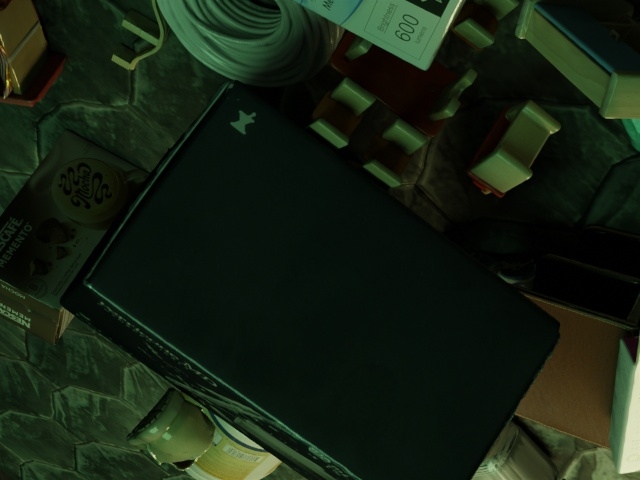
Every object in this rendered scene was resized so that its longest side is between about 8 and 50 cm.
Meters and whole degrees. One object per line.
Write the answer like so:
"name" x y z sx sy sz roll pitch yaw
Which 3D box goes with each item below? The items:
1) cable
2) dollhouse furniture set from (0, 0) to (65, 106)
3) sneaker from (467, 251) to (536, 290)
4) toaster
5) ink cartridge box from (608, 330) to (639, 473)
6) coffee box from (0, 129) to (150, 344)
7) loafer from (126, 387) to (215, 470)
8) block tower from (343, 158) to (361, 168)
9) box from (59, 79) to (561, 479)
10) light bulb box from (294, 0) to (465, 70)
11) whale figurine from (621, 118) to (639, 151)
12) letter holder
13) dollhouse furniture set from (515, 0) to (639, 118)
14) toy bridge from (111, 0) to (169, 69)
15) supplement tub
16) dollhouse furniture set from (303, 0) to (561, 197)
"cable" -0.090 -0.308 1.607 0.257 0.089 0.257 -11 129 45
"dollhouse furniture set" -0.520 -0.220 1.786 0.152 0.374 0.201 13 141 17
"sneaker" 0.250 0.055 1.858 0.135 0.052 0.058 4 143 33
"toaster" 0.294 0.390 2.188 0.227 0.129 0.146 -14 125 47
"ink cartridge box" 0.540 0.164 1.640 0.324 0.071 0.330 -8 138 -1
"coffee box" -0.412 -0.007 2.042 0.168 0.297 0.119 29 146 2
"loafer" -0.197 0.261 1.741 0.092 0.102 0.268 41 170 -2
"block tower" 0.000 0.000 1.935 0.091 0.097 0.335 21 147 12
"box" -0.041 0.090 1.609 0.480 0.297 0.472 36 166 -8
"light bulb box" 0.037 -0.420 1.246 0.361 0.225 0.358 27 146 1
"whale figurine" 0.451 -0.077 1.444 0.272 0.141 0.216 24 173 26
"letter holder" 0.352 0.127 1.789 0.214 0.152 0.302 16 144 22
"dollhouse furniture set" 0.377 -0.298 1.288 0.286 0.198 0.303 -1 124 -22
"toy bridge" -0.244 -0.294 1.792 0.063 0.026 0.188 29 146 -2
"supplement tub" -0.135 0.304 2.302 0.228 0.228 0.316 33 146 -5
"dollhouse furniture set" 0.132 -0.161 1.484 0.259 0.262 0.135 36 165 -10
